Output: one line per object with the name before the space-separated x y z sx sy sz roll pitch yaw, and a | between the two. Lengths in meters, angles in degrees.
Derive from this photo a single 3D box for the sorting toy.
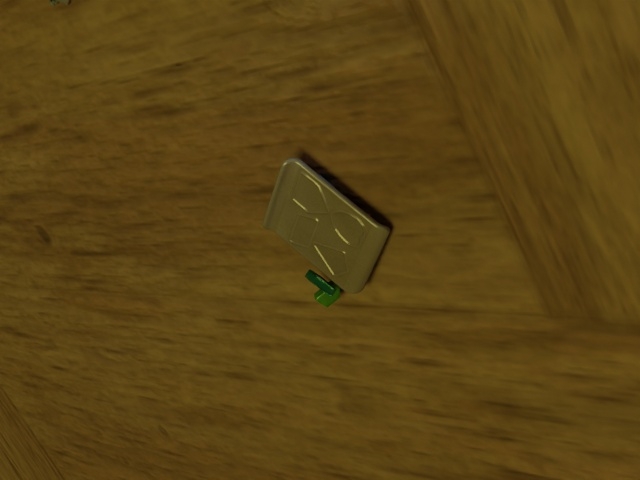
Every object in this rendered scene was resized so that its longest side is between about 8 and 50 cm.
sorting toy | 0.000 0.000 0.563 0.062 0.012 0.083 36 143 11

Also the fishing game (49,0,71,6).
fishing game | -0.159 -0.186 0.455 0.189 0.041 0.264 22 153 -17
